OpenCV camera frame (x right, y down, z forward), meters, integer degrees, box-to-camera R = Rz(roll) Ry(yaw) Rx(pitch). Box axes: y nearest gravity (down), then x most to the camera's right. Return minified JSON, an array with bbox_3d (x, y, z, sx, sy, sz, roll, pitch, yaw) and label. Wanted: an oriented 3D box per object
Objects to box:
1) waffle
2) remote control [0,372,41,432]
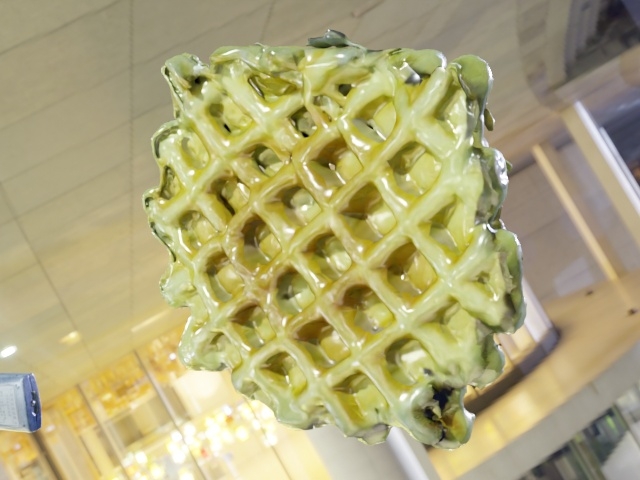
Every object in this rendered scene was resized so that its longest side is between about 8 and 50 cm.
[{"bbox_3d":[0.000,0.000,0.690,0.317,0.297,0.073,10,-162,34],"label":"waffle"},{"bbox_3d":[-0.279,0.123,0.739,0.152,0.043,0.027,-4,-179,24],"label":"remote control"}]
